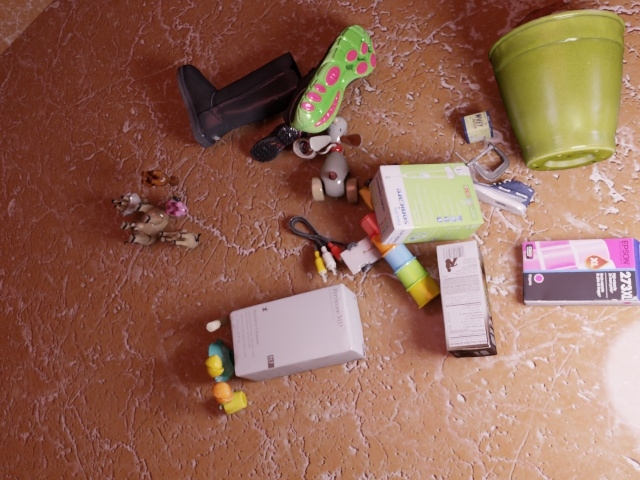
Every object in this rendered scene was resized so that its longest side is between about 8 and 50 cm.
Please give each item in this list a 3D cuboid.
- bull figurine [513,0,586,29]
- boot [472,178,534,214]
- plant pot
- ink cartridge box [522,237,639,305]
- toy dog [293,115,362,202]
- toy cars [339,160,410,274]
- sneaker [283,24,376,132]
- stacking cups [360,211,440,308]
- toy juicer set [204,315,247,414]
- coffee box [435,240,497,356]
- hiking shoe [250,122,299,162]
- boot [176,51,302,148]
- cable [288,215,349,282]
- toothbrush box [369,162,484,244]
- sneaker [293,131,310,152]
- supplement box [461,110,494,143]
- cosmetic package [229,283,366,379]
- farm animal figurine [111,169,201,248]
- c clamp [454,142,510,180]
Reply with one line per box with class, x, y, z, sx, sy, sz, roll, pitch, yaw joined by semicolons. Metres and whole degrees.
bull figurine;0.684;-0.655;1.783;0.188;0.310;0.101;-29;103;0
boot;0.541;-0.150;1.785;0.190;0.069;0.086;28;76;21
plant pot;0.682;-0.392;1.670;0.366;0.366;0.353;-8;81;20
ink cartridge box;0.746;0.088;1.619;0.370;0.069;0.176;-2;72;19
toy dog;0.040;-0.279;1.964;0.220;0.161;0.334;-20;67;-3
toy cars;0.189;-0.068;1.885;0.176;0.087;0.394;16;83;6
sneaker;0.024;-0.566;2.037;0.202;0.185;0.483;5;51;49
stacking cups;0.230;0.057;1.776;0.096;0.096;0.316;-41;78;5
toy juicer set;-0.332;0.380;1.881;0.089;0.209;0.329;-18;67;7
coffee box;0.411;0.170;1.667;0.118;0.168;0.297;-10;70;19
hiking shoe;-0.154;-0.360;2.136;0.226;0.086;0.114;-25;20;32
boot;-0.297;-0.593;2.227;0.445;0.146;0.367;-25;73;16
cable;0.000;0.000;1.948;0.139;0.072;0.287;-36;62;2
toothbrush box;0.310;-0.110;1.757;0.283;0.122;0.206;-4;67;-16
sneaker;-0.053;-0.367;2.115;0.057;0.047;0.119;19;84;11
supplement box;0.493;-0.353;1.856;0.083;0.083;0.056;-12;69;17
cosmetic package;-0.070;0.290;1.832;0.384;0.156;0.217;-18;65;17
farm animal figurine;-0.578;-0.077;2.172;0.326;0.172;0.330;-30;71;24
c clamp;0.502;-0.248;1.796;0.160;0.022;0.137;-31;77;-30
